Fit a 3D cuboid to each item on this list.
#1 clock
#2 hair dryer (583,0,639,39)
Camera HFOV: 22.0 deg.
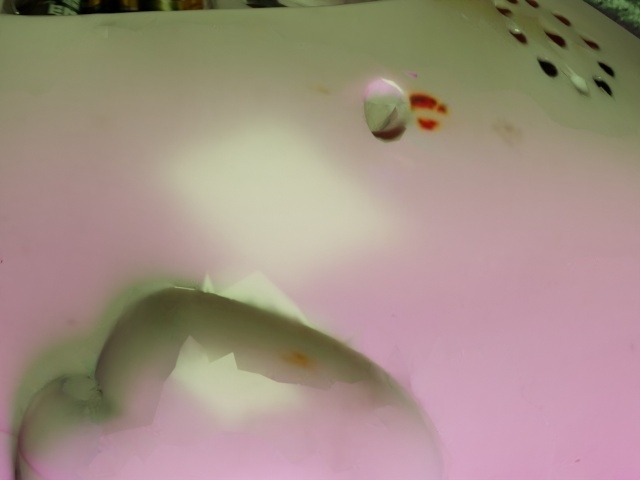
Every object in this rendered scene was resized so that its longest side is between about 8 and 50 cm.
[{"bbox_3d":[0.000,0.000,0.641,0.377,0.368,0.250,8,112,-10],"label":"clock"},{"bbox_3d":[0.101,-0.052,0.855,0.114,0.070,0.248,28,74,-13],"label":"hair dryer"}]
